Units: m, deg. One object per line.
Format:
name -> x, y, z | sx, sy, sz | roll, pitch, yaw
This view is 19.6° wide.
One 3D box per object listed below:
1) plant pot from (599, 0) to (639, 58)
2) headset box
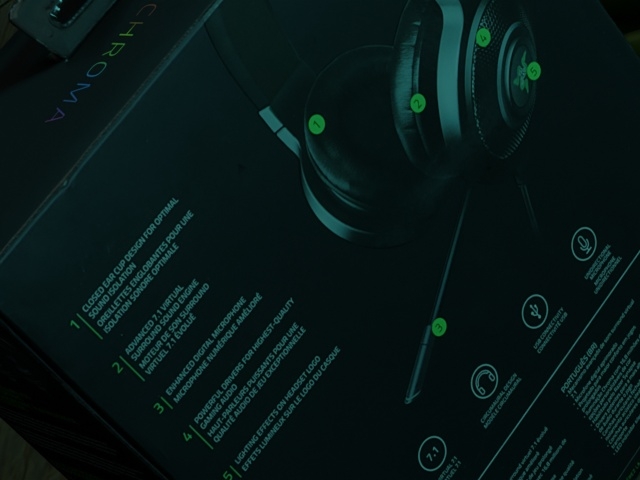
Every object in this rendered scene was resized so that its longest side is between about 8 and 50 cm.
plant pot -> 0.176, -0.215, 0.844 | 0.227, 0.207, 0.228 | -13, 39, 41
headset box -> 0.000, 0.000, 0.686 | 0.131, 0.283, 0.246 | 9, 57, 54
